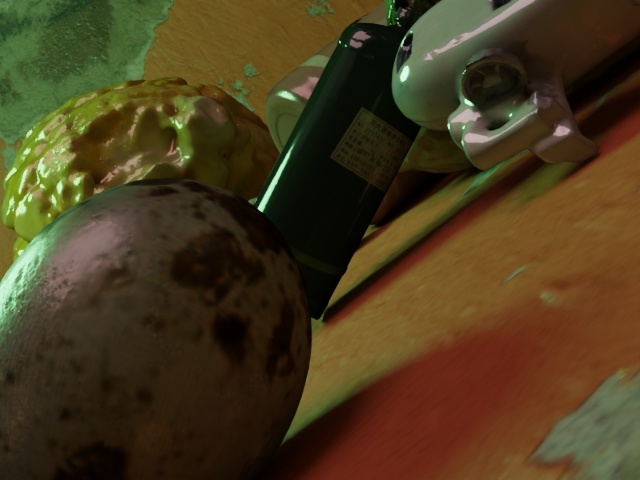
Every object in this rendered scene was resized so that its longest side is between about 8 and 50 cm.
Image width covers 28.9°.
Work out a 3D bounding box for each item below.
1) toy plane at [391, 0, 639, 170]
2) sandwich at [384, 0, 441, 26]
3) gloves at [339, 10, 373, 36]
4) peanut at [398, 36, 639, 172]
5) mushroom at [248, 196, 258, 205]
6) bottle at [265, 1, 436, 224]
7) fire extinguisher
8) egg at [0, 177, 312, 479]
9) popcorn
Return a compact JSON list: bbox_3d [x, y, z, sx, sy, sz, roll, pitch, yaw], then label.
[{"bbox_3d":[0.157,-0.143,0.839,0.245,0.117,0.244,-32,36,27],"label":"toy plane"},{"bbox_3d":[0.141,-0.252,1.115,0.185,0.160,0.109,-7,38,9],"label":"sandwich"},{"bbox_3d":[0.078,-0.216,1.485,0.164,0.124,0.203,-20,21,21],"label":"gloves"},{"bbox_3d":[0.149,-0.156,1.036,0.313,0.149,0.149,-42,2,37],"label":"peanut"},{"bbox_3d":[0.002,-0.042,1.356,0.278,0.096,0.099,-36,6,-10],"label":"mushroom"},{"bbox_3d":[0.091,-0.178,1.263,0.297,0.206,0.173,-40,-12,-17],"label":"bottle"},{"bbox_3d":[0.028,-0.088,0.963,0.093,0.118,0.294,34,99,45],"label":"fire extinguisher"},{"bbox_3d":[-0.101,0.076,0.653,0.231,0.169,0.169,-57,6,-3],"label":"egg"},{"bbox_3d":[-0.218,-0.052,1.608,0.344,0.354,0.390,-58,3,12],"label":"popcorn"}]
